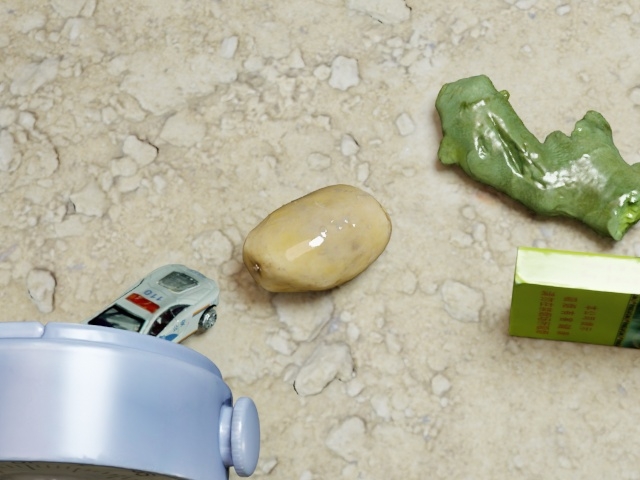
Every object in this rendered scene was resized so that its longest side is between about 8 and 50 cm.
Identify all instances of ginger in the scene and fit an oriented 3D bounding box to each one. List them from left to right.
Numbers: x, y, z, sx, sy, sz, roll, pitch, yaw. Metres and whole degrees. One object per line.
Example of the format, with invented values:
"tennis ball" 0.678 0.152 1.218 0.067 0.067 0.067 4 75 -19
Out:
"ginger" 0.261 -0.100 1.509 0.290 0.089 0.137 21 91 18

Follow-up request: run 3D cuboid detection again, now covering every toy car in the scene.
"toy car" -0.199 0.091 1.456 0.095 0.056 0.205 26 39 26

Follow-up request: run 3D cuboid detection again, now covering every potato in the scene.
"potato" 0.000 0.000 1.484 0.178 0.118 0.109 -27 103 -19

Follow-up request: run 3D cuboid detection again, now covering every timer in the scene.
"timer" -0.249 0.208 1.290 0.395 0.395 0.173 -1 68 6

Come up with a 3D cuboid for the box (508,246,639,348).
"box" 0.371 0.072 1.372 0.335 0.187 0.047 5 68 8
